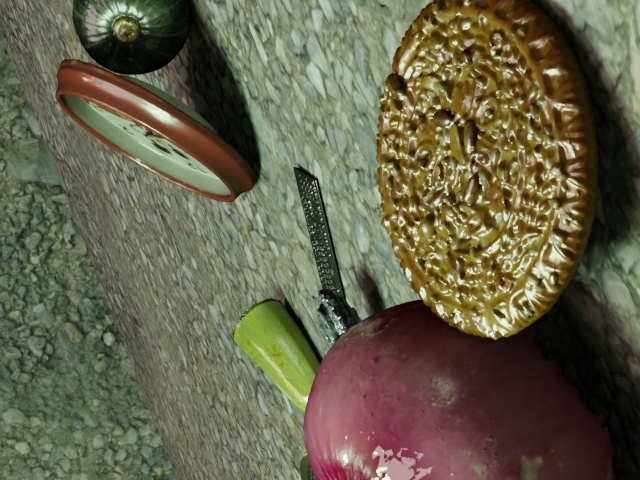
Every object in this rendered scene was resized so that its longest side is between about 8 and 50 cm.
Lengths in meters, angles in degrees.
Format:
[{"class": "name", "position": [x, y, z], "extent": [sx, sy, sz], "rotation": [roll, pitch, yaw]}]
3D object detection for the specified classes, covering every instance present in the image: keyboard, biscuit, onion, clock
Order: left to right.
[{"class": "clock", "position": [-0.228, -0.161, 2.069], "extent": [0.318, 0.080, 0.318], "rotation": [27, 169, 6]}, {"class": "keyboard", "position": [0.000, 0.000, 1.911], "extent": [0.063, 0.010, 0.198], "rotation": [35, 144, 56]}, {"class": "onion", "position": [0.115, 0.239, 1.399], "extent": [0.358, 0.345, 0.358], "rotation": [59, -172, -14]}, {"class": "biscuit", "position": [0.128, -0.067, 1.253], "extent": [0.305, 0.038, 0.305], "rotation": [15, 107, 58]}]

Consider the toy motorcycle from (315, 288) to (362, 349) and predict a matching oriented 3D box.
[{"class": "toy motorcycle", "position": [0.083, 0.195, 1.769], "extent": [0.307, 0.108, 0.173], "rotation": [55, 168, 31]}]

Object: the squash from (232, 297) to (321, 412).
[{"class": "squash", "position": [-0.034, 0.194, 2.144], "extent": [0.224, 0.094, 0.094], "rotation": [51, 157, 27]}]

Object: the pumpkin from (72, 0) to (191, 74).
[{"class": "pumpkin", "position": [-0.263, -0.312, 2.049], "extent": [0.125, 0.167, 0.167], "rotation": [-108, 6, -55]}]

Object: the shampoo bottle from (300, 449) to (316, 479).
[{"class": "shampoo bottle", "position": [0.065, 0.341, 2.021], "extent": [0.350, 0.084, 0.126], "rotation": [-6, 102, 71]}]
